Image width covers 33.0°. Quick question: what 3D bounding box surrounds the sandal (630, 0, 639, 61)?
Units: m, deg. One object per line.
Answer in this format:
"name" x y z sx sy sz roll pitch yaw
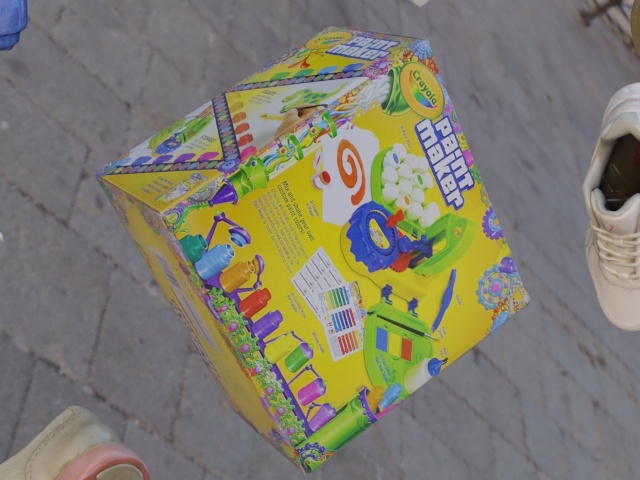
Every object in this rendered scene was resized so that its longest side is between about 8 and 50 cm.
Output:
"sandal" 0.428 -0.176 1.165 0.079 0.088 0.240 -24 77 -43

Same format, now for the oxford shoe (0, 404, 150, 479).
"oxford shoe" -0.371 0.360 1.229 0.146 0.397 0.140 39 -12 42

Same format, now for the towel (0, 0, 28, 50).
"towel" -0.197 -0.192 0.255 0.243 0.335 0.040 -11 31 -26

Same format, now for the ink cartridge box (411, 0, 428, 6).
"ink cartridge box" 0.049 -0.302 0.699 0.233 0.168 0.171 21 45 -54

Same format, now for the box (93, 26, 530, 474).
"box" 0.000 0.000 0.999 0.177 0.279 0.290 26 -34 58

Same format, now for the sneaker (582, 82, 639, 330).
"sneaker" 0.267 -0.017 0.962 0.115 0.090 0.232 -34 123 -53

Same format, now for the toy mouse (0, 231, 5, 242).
"toy mouse" -0.262 -0.047 0.577 0.031 0.143 0.161 51 -26 46
